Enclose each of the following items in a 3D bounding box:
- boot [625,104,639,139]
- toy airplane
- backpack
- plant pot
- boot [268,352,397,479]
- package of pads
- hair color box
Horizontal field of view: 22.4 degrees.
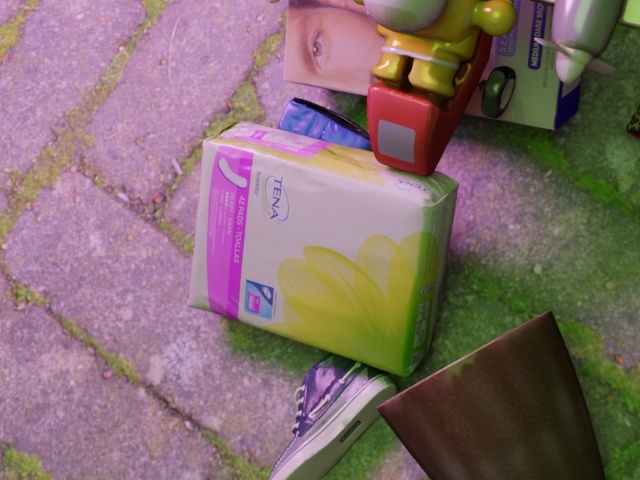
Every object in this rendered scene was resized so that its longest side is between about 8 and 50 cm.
[{"bbox_3d":[0.467,-0.158,1.779,0.236,0.085,0.179,26,87,32],"label":"boot"},{"bbox_3d":[0.129,-0.291,1.636,0.386,0.272,0.384,-28,93,29],"label":"toy airplane"},{"bbox_3d":[0.008,-0.101,1.913,0.120,0.098,0.101,24,94,10],"label":"backpack"},{"bbox_3d":[0.208,0.226,1.717,0.215,0.215,0.230,-30,82,9],"label":"plant pot"},{"bbox_3d":[-0.005,0.207,1.858,0.190,0.069,0.086,-43,60,-5],"label":"boot"},{"bbox_3d":[0.000,0.000,1.835,0.296,0.101,0.229,17,115,20],"label":"package of pads"},{"bbox_3d":[0.132,-0.252,1.863,0.338,0.110,0.185,12,113,22],"label":"hair color box"}]
